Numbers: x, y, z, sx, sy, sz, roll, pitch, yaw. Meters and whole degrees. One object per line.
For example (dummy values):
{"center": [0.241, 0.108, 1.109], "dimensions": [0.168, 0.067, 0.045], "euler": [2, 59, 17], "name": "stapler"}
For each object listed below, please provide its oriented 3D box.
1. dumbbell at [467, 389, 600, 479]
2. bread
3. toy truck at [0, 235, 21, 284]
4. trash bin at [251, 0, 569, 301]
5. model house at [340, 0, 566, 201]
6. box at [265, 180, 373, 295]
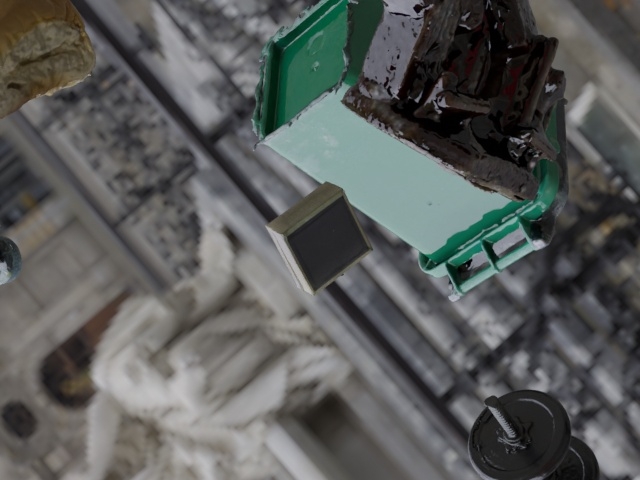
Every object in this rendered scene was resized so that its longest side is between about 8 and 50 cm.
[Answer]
{"center": [0.137, 0.140, 1.068], "dimensions": [0.069, 0.069, 0.147], "euler": [42, 173, 45], "name": "dumbbell"}
{"center": [-0.216, -0.125, 1.074], "dimensions": [0.106, 0.125, 0.082], "euler": [4, 117, 41], "name": "bread"}
{"center": [-0.357, 0.029, 1.367], "dimensions": [0.140, 0.256, 0.108], "euler": [50, -151, 11], "name": "toy truck"}
{"center": [0.116, -0.134, 2.159], "dimensions": [0.381, 0.259, 0.295], "euler": [27, -132, -28], "name": "trash bin"}
{"center": [0.103, -0.129, 1.147], "dimensions": [0.141, 0.164, 0.203], "euler": [28, -175, 17], "name": "model house"}
{"center": [0.000, 0.000, 1.608], "dimensions": [0.035, 0.079, 0.083], "euler": [27, 150, 56], "name": "box"}
